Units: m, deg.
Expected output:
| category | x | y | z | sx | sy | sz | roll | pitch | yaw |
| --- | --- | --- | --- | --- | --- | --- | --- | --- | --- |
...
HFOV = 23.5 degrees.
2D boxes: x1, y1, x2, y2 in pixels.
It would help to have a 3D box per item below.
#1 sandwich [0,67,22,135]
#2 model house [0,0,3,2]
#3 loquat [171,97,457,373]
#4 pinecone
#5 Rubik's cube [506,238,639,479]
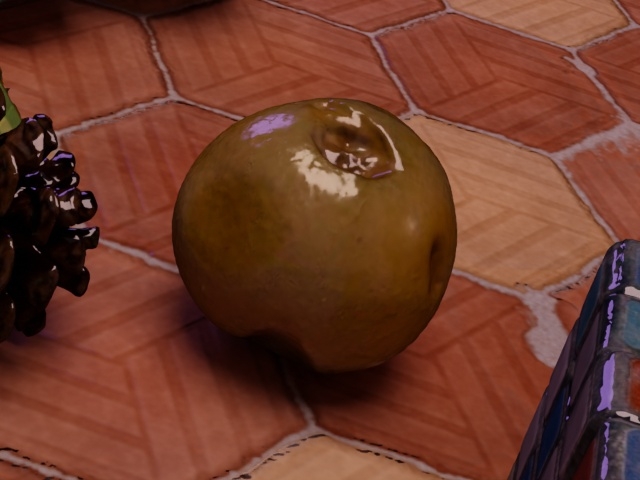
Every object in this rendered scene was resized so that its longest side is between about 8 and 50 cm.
| category | x | y | z | sx | sy | sz | roll | pitch | yaw |
| --- | --- | --- | --- | --- | --- | --- | --- | --- | --- |
| sandwich | -0.320 | -0.097 | 1.293 | 0.116 | 0.074 | 0.074 | -11 | 30 | 17 |
| model house | -0.334 | -0.384 | 1.416 | 0.230 | 0.248 | 0.280 | -18 | 38 | 1 |
| loquat | -0.005 | 0.001 | 1.131 | 0.213 | 0.213 | 0.213 | 12 | 34 | -8 |
| pinecone | -0.244 | -0.013 | 1.049 | 0.208 | 0.207 | 0.207 | 12 | 34 | -8 |
| Rubik's cube | 0.236 | 0.219 | 0.830 | 0.287 | 0.293 | 0.292 | 18 | 32 | 2 |
